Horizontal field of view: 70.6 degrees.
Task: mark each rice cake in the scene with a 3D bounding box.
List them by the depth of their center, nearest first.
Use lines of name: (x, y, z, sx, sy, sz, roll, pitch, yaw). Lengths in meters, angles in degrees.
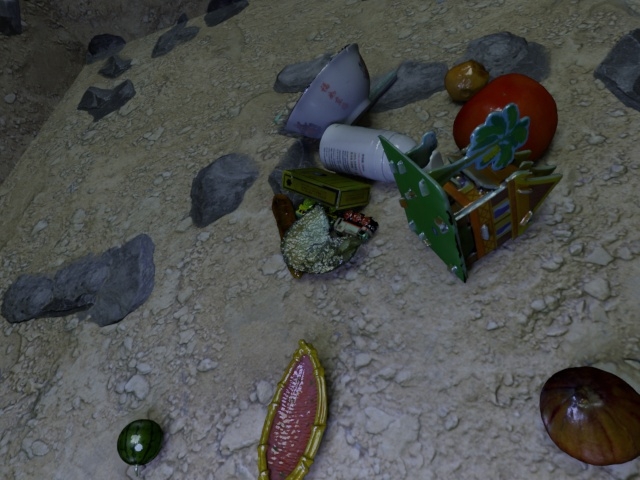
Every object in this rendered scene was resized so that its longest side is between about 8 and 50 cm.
rice cake: (0.198, -0.512, 1.556, 0.033, 0.033, 0.207, 27, 68, 40)

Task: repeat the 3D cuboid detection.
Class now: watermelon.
watermelon: (-0.404, 0.455, 1.011, 0.109, 0.109, 0.109, -13, 49, 16)

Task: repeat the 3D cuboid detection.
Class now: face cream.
face cream: (0.183, -0.237, 1.263, 0.370, 0.145, 0.145, 17, 62, 34)

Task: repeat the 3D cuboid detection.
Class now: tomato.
tomato: (0.476, -0.307, 1.160, 0.260, 0.180, 0.259, -14, 56, 21)

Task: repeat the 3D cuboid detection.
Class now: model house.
model house: (0.331, -0.146, 0.973, 0.313, 0.357, 0.242, -36, 45, -3)

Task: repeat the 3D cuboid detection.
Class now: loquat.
loquat: (0.444, -0.488, 1.375, 0.137, 0.113, 0.137, -35, 25, 19)

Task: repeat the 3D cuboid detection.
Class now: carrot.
carrot: (-0.090, -0.016, 1.270, 0.066, 0.066, 0.314, -22, 48, 8)

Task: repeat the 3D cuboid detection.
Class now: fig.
fig: (0.427, 0.266, 0.731, 0.148, 0.202, 0.149, -47, 12, -32)

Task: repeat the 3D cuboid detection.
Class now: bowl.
bowl: (0.057, -0.431, 1.434, 0.157, 0.345, 0.345, 42, 74, -1)

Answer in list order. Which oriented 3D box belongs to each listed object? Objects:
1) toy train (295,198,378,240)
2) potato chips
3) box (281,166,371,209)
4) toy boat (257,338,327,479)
toy train: (0.045, -0.058, 1.249, 0.250, 0.053, 0.085, 22, 74, 35)
potato chips: (0.001, 0.002, 1.178, 0.220, 0.029, 0.202, 23, 68, 33)
box: (0.014, -0.152, 1.283, 0.220, 0.064, 0.141, 23, 26, 39)
toy boat: (-0.055, 0.368, 0.920, 0.141, 0.099, 0.318, -5, 55, 27)
